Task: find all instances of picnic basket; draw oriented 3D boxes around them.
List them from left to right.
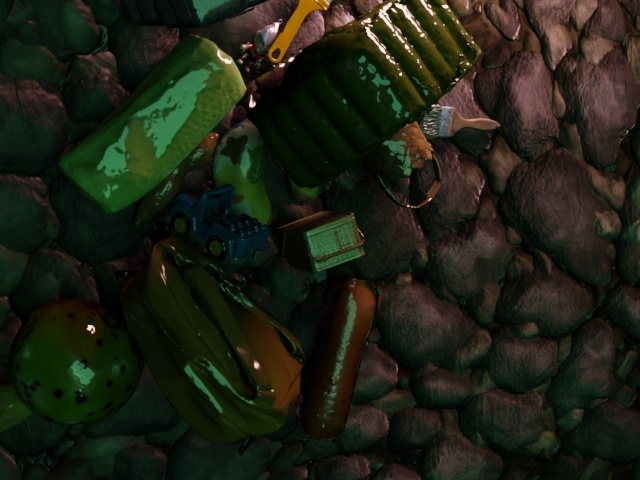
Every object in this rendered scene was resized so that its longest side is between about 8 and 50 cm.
[{"bbox_3d":[0.000,0.000,1.821,0.115,0.164,0.080,-20,100,-20],"label":"picnic basket"},{"bbox_3d":[0.158,-0.145,1.877,0.128,0.137,0.178,-43,110,-13],"label":"picnic basket"}]

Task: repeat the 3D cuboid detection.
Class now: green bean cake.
[{"bbox_3d":[0.069,-0.274,1.651,0.218,0.319,0.335,51,43,-9],"label":"green bean cake"}]

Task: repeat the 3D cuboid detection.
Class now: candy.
[{"bbox_3d":[-0.280,-0.198,1.664,0.343,0.132,0.142,-45,134,-9],"label":"candy"}]

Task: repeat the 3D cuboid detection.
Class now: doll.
[{"bbox_3d":[-0.105,-0.354,1.761,0.057,0.039,0.114,42,85,-22],"label":"doll"}]

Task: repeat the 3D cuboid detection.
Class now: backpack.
[{"bbox_3d":[-0.189,0.173,1.682,0.201,0.353,0.378,-37,84,9],"label":"backpack"}]

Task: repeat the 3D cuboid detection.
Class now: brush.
[{"bbox_3d":[-0.041,-0.404,1.773,0.083,0.011,0.205,38,71,-29],"label":"brush"},{"bbox_3d":[0.286,-0.236,1.987,0.196,0.021,0.070,0,103,-26],"label":"brush"}]

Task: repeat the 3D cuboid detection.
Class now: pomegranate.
[{"bbox_3d":[-0.437,0.217,1.654,0.285,0.231,0.231,-28,120,27],"label":"pomegranate"}]

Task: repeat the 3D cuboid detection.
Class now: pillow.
[{"bbox_3d":[-0.090,-0.138,1.799,0.233,0.086,0.214,-33,124,-19],"label":"pillow"}]

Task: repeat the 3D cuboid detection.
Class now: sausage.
[{"bbox_3d":[0.032,0.230,1.922,0.102,0.102,0.330,14,96,-28],"label":"sausage"}]

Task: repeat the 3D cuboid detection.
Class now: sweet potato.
[{"bbox_3d":[-0.262,-0.113,1.728,0.065,0.051,0.218,42,88,16],"label":"sweet potato"}]

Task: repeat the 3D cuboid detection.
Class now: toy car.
[{"bbox_3d":[-0.174,-0.038,1.701,0.097,0.191,0.100,-20,135,-55],"label":"toy car"}]

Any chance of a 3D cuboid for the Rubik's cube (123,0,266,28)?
[{"bbox_3d":[-0.162,-0.544,1.527,0.344,0.337,0.344,-26,111,-20],"label":"Rubik's cube"}]
